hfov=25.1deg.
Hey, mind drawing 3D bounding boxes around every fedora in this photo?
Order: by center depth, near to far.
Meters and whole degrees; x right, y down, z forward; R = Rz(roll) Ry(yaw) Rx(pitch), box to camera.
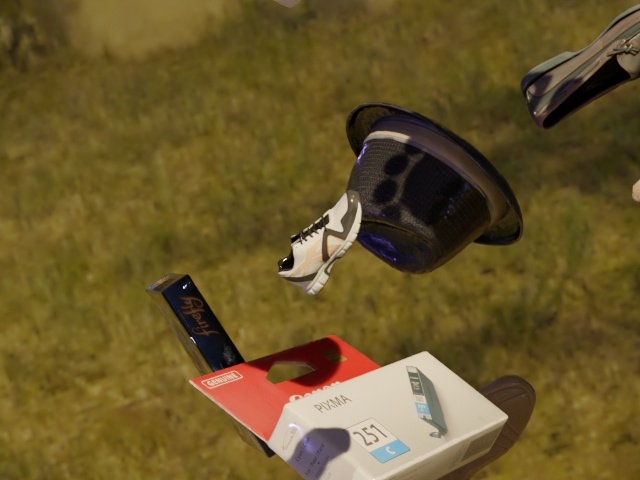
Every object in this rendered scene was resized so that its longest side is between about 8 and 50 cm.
[{"bbox_3d":[0.129,-0.053,2.098,0.152,0.334,0.334,-49,21,-18],"label":"fedora"}]

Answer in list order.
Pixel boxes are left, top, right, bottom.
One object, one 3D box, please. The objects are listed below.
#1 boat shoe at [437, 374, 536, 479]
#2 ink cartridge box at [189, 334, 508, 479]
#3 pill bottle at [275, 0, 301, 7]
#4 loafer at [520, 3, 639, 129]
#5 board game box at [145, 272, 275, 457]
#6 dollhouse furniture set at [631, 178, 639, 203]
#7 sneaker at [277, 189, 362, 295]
[{"bbox_3d":[0.212,0.308,2.156,0.285,0.103,0.092,-55,9,11],"label":"boat shoe"},{"bbox_3d":[0.038,0.185,1.668,0.261,0.066,0.296,37,27,25],"label":"ink cartridge box"},{"bbox_3d":[-0.095,-0.306,1.226,0.229,0.131,0.131,25,5,-9],"label":"pill bottle"},{"bbox_3d":[0.398,-0.234,1.944,0.267,0.096,0.084,-29,47,27],"label":"loafer"},{"bbox_3d":[-0.129,0.153,1.804,0.042,0.243,0.165,-34,7,-12],"label":"board game box"},{"bbox_3d":[0.365,0.071,1.225,0.174,0.303,0.355,-45,-9,26],"label":"dollhouse furniture set"},{"bbox_3d":[0.000,0.000,1.241,0.044,0.109,0.040,24,27,-17],"label":"sneaker"}]
